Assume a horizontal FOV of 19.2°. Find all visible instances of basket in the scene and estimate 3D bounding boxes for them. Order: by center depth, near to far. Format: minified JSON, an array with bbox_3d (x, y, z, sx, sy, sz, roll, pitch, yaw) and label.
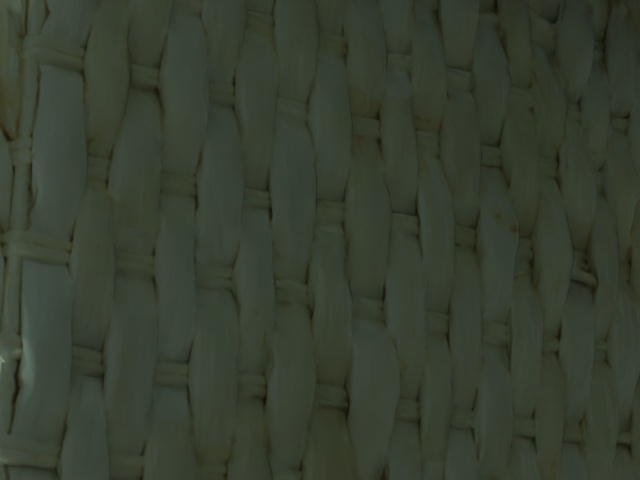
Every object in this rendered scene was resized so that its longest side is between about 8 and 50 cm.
[{"bbox_3d":[-0.049,0.025,0.783,0.328,0.331,0.266,12,164,-34],"label":"basket"}]
